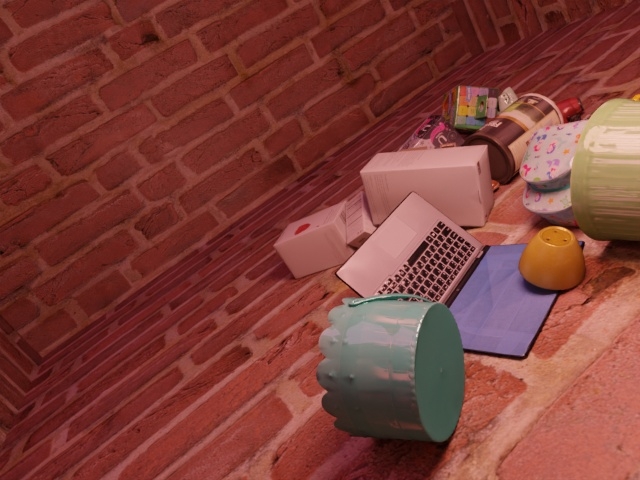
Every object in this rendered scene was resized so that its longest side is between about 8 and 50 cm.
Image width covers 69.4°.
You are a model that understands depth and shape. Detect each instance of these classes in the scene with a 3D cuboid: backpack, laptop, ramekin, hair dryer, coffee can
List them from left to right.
[{"bbox_3d":[0.327,0.044,1.114,0.382,0.408,0.236,-44,-12,-32],"label":"laptop"},{"bbox_3d":[0.662,-0.349,1.595,0.275,0.201,0.201,-37,20,-16],"label":"coffee can"},{"bbox_3d":[0.879,-0.442,1.677,0.223,0.080,0.293,-37,19,-12],"label":"hair dryer"},{"bbox_3d":[0.629,-0.169,1.168,0.225,0.191,0.253,14,84,67],"label":"backpack"},{"bbox_3d":[0.664,-0.137,0.939,0.303,0.303,0.148,-39,28,-20],"label":"ramekin"}]

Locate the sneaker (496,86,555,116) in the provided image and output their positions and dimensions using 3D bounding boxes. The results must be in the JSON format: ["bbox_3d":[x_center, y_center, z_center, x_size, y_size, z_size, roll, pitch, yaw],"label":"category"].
[{"bbox_3d":[0.845,-0.584,1.955,0.094,0.151,0.256,-30,15,-39],"label":"sneaker"}]

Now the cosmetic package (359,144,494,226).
[{"bbox_3d":[0.345,-0.172,1.501,0.385,0.217,0.156,3,35,32],"label":"cosmetic package"}]

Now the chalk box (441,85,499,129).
[{"bbox_3d":[0.648,-0.562,2.000,0.179,0.180,0.289,4,7,0],"label":"chalk box"}]

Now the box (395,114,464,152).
[{"bbox_3d":[0.464,-0.397,1.996,0.247,0.163,0.142,-48,19,1],"label":"box"}]

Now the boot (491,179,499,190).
[{"bbox_3d":[0.509,-0.226,1.601,0.073,0.152,0.197,-41,21,-26],"label":"boot"}]

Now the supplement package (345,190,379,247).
[{"bbox_3d":[0.163,-0.069,1.680,0.105,0.105,0.179,-39,41,45],"label":"supplement package"}]

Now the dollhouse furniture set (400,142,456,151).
[{"bbox_3d":[0.399,-0.171,1.785,0.303,0.174,0.355,-7,58,13],"label":"dollhouse furniture set"}]

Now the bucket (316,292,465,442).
[{"bbox_3d":[0.143,0.235,0.865,0.183,0.281,0.281,-6,31,35],"label":"bucket"}]

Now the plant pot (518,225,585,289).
[{"bbox_3d":[0.504,0.026,1.000,0.134,0.095,0.134,-8,38,7],"label":"plant pot"}]

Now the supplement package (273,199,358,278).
[{"bbox_3d":[0.000,0.000,1.797,0.293,0.175,0.177,-21,23,31],"label":"supplement package"}]

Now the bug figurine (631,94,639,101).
[{"bbox_3d":[0.795,-0.270,1.294,0.279,0.072,0.216,-56,-5,26],"label":"bug figurine"}]

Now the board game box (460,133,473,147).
[{"bbox_3d":[0.662,-0.399,1.962,0.165,0.042,0.243,-36,19,-12],"label":"board game box"}]
